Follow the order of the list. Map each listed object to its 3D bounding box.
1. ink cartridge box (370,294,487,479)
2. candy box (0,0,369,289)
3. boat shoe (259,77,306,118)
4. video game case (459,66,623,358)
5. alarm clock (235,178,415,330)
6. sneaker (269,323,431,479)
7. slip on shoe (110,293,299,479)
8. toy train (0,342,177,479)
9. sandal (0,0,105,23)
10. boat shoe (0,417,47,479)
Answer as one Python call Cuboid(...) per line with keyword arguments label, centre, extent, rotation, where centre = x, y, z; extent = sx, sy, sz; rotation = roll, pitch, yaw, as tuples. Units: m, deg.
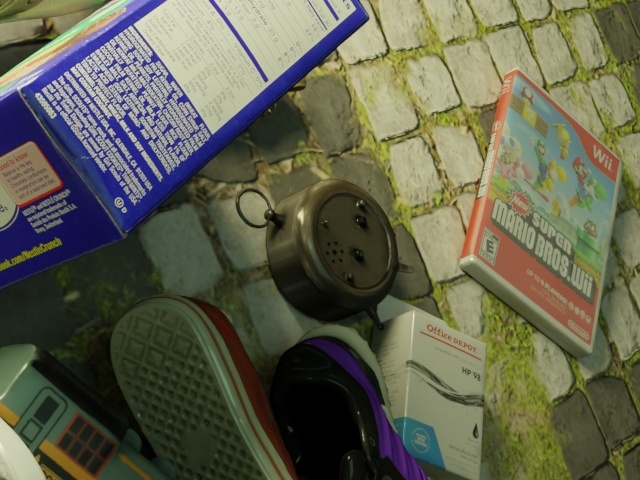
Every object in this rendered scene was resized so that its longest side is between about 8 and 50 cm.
Cuboid(label="ink cartridge box", centre=(0.102, 0.138, 1.241), extent=(0.104, 0.060, 0.180), rotation=(26, 58, -33))
Cuboid(label="candy box", centre=(-0.157, -0.099, 0.955), extent=(0.122, 0.268, 0.317), rotation=(57, 45, -14))
Cuboid(label="boat shoe", centre=(-0.067, -0.132, 1.208), extent=(0.135, 0.050, 0.045), rotation=(-15, 87, -35))
Cuboid(label="video game case", centre=(0.260, -0.035, 1.481), extent=(0.204, 0.025, 0.285), rotation=(37, 52, -26))
Cuboid(label="alarm clock", centre=(0.000, 0.000, 1.207), extent=(0.192, 0.064, 0.129), rotation=(25, 58, -30))
Cuboid(label="sneaker", centre=(0.039, 0.218, 1.091), extent=(0.293, 0.102, 0.146), rotation=(59, 17, 3))
Cuboid(label="slip on shoe", centre=(-0.066, 0.193, 1.036), extent=(0.331, 0.123, 0.101), rotation=(68, 18, -3))
Cuboid(label="toy train", centre=(-0.161, 0.224, 0.891), extent=(0.334, 0.142, 0.190), rotation=(44, 63, -21))
Cuboid(label="sandal", centre=(-0.245, -0.221, 1.004), extent=(0.303, 0.086, 0.120), rotation=(-24, 112, -31))
Cuboid(label="boat shoe", centre=(-0.265, 0.128, 0.729), extent=(0.119, 0.335, 0.121), rotation=(44, 62, -54))
